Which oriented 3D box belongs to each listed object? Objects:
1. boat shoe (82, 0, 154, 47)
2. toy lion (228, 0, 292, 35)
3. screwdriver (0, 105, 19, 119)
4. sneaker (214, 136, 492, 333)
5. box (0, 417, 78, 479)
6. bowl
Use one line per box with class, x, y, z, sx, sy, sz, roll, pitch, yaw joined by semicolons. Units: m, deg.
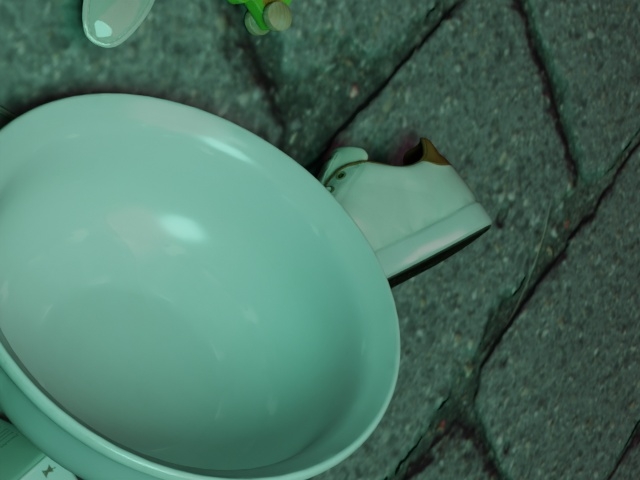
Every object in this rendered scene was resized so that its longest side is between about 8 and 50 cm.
boat shoe;-0.135;-0.190;0.775;0.046;0.038;0.125;17;84;-27
toy lion;-0.044;-0.215;0.873;0.100;0.034;0.096;-49;122;-28
screwdriver;-0.241;-0.102;0.699;0.025;0.024;0.170;-43;140;6
sneaker;0.000;0.000;0.935;0.290;0.106;0.123;-26;81;-31
box;-0.208;0.189;0.737;0.102;0.087;0.101;-42;125;-33
bowl;-0.107;0.055;0.739;0.298;0.298;0.134;-14;152;-44
